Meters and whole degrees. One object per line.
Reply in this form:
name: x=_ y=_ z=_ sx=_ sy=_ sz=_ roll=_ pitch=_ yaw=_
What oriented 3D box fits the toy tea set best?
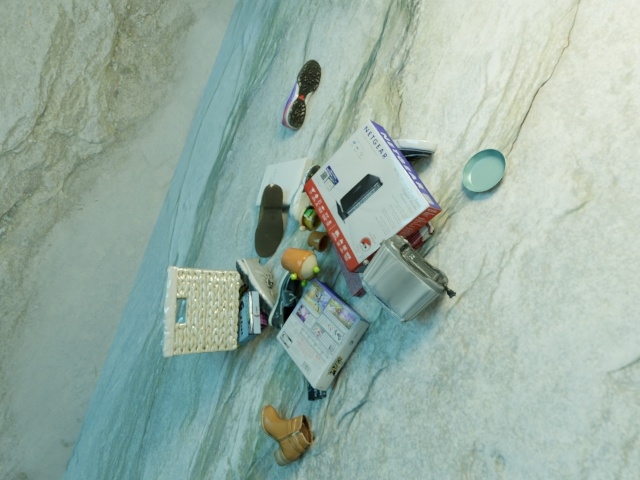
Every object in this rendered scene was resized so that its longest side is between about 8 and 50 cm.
toy tea set: x=0.000 y=0.000 z=1.388 sx=0.125 sy=0.200 sz=0.335 roll=21 pitch=88 yaw=28

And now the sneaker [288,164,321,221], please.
sneaker: x=-0.064 y=-0.185 z=1.614 sx=0.086 sy=0.085 sz=0.237 roll=22 pitch=89 yaw=48

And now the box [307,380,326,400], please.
box: x=-0.013 y=0.448 z=1.294 sx=0.067 sy=0.018 sz=0.083 roll=-31 pitch=50 yaw=38

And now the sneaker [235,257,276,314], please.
sneaker: x=-0.225 y=0.163 z=1.626 sx=0.281 sy=0.116 sz=0.105 roll=54 pitch=147 yaw=29

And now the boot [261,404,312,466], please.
boot: x=-0.101 y=0.577 z=1.299 sx=0.152 sy=0.073 sz=0.197 roll=-48 pitch=54 yaw=26

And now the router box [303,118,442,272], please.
router box: x=0.133 y=-0.126 z=1.215 sx=0.301 sy=0.082 sz=0.335 roll=-43 pitch=60 yaw=28

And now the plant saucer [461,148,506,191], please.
plant saucer: x=0.421 y=-0.176 z=1.070 sx=0.119 sy=0.021 sz=0.119 roll=-26 pitch=54 yaw=42

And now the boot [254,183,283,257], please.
boot: x=-0.214 y=-0.081 z=1.729 sx=0.115 sy=0.113 sz=0.304 roll=-161 pitch=79 yaw=-70

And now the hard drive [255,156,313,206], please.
hard drive: x=-0.163 y=-0.243 z=1.798 sx=0.308 sy=0.040 sz=0.202 roll=4 pitch=76 yaw=51

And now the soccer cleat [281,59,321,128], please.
soccer cleat: x=-0.094 y=-0.654 z=1.869 sx=0.116 sy=0.109 sz=0.317 roll=20 pitch=91 yaw=57

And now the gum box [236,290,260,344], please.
gum box: x=-0.275 y=0.292 z=1.559 sx=0.184 sy=0.041 sz=0.156 roll=-45 pitch=45 yaw=53

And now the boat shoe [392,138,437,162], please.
boat shoe: x=0.220 y=-0.249 z=1.286 sx=0.302 sy=0.108 sz=0.102 roll=5 pitch=94 yaw=44

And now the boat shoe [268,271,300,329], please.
boat shoe: x=-0.108 y=0.208 z=1.483 sx=0.079 sy=0.084 sz=0.232 roll=18 pitch=90 yaw=44

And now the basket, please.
basket: x=-0.481 y=0.268 z=1.647 sx=0.331 sy=0.267 sz=0.327 roll=167 pitch=105 yaw=-67

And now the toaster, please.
toaster: x=0.215 y=0.106 z=1.067 sx=0.227 sy=0.129 sz=0.146 roll=42 pitch=116 yaw=12

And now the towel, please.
towel: x=0.177 y=-0.008 z=1.274 sx=0.329 sy=0.037 sz=0.236 roll=-45 pitch=43 yaw=26

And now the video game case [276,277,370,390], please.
video game case: x=-0.001 y=0.285 z=1.311 sx=0.244 sy=0.061 sz=0.270 roll=-58 pitch=38 yaw=5

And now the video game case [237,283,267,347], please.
video game case: x=-0.301 y=0.287 z=1.704 sx=0.210 sy=0.042 sz=0.231 roll=-40 pitch=45 yaw=31
